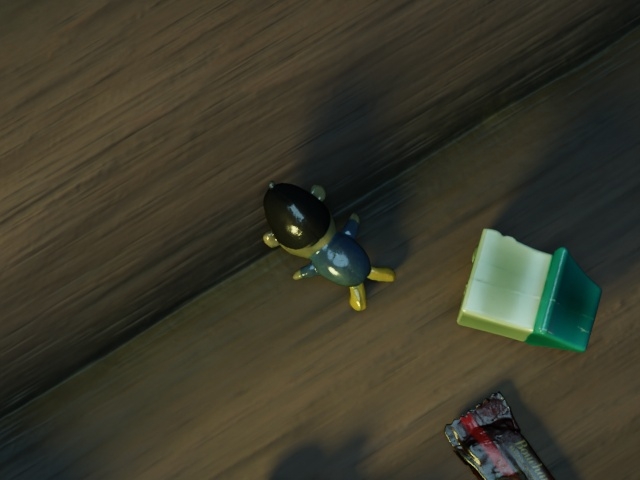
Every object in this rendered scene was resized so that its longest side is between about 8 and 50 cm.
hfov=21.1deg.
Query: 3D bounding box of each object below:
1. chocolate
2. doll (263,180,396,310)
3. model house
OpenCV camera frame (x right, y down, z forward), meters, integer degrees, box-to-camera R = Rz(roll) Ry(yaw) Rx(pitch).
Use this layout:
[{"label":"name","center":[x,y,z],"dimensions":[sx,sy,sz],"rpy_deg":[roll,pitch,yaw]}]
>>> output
[{"label":"chocolate","center":[0.217,0.262,1.909],"dimensions":[0.086,0.028,0.182],"rpy_deg":[-32,82,-8]},{"label":"doll","center":[0.000,0.000,1.919],"dimensions":[0.102,0.089,0.179],"rpy_deg":[-44,109,-7]},{"label":"model house","center":[0.233,0.059,1.890],"dimensions":[0.149,0.127,0.100],"rpy_deg":[17,82,4]}]
